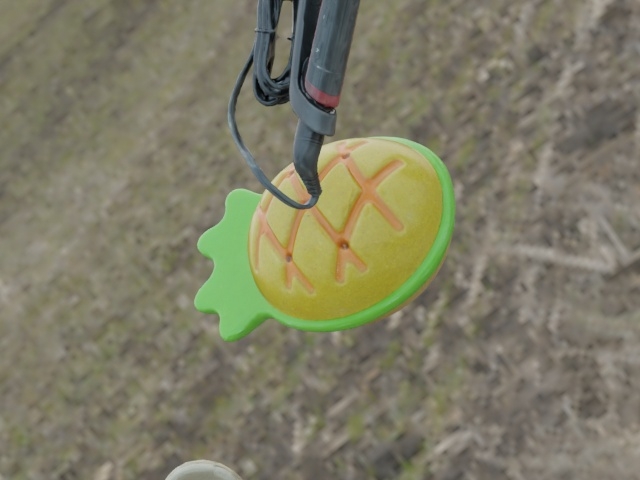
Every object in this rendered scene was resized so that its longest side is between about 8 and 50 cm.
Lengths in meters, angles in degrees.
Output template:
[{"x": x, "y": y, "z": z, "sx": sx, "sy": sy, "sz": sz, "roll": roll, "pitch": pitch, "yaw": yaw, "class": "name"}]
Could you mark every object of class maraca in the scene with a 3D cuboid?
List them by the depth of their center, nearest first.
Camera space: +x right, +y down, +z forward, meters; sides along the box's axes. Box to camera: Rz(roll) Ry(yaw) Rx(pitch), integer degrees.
[{"x": 0.000, "y": 0.000, "z": 1.097, "sx": 0.185, "sy": 0.099, "sz": 0.127, "roll": -16, "pitch": 55, "yaw": 29, "class": "maraca"}]

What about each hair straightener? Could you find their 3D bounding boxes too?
[{"x": -0.004, "y": -0.132, "z": 0.940, "sx": 0.089, "sy": 0.047, "sz": 0.230, "roll": 8, "pitch": 92, "yaw": 52, "class": "hair straightener"}]

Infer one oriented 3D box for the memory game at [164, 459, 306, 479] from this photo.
[{"x": -0.036, "y": 0.173, "z": 0.696, "sx": 0.186, "sy": 0.186, "sz": 0.012, "roll": -32, "pitch": 7, "yaw": 13, "class": "memory game"}]
